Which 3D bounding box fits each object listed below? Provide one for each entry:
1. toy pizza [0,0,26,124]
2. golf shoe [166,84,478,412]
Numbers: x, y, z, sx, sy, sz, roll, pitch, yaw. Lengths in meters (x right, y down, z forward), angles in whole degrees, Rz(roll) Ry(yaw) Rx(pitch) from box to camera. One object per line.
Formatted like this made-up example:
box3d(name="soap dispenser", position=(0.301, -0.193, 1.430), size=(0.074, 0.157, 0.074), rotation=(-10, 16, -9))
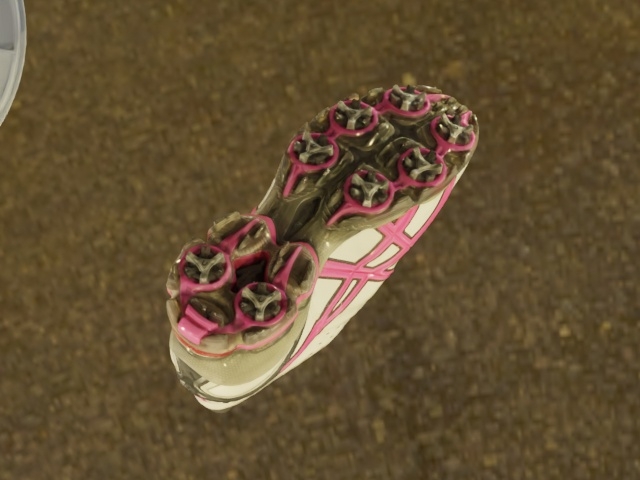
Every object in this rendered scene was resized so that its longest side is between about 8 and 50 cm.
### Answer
box3d(name="toy pizza", position=(-0.264, -0.116, 0.897), size=(0.201, 0.201, 0.032), rotation=(-27, 8, -15))
box3d(name="golf shoe", position=(0.000, 0.000, 0.733), size=(0.067, 0.086, 0.186), rotation=(38, 61, 21))
